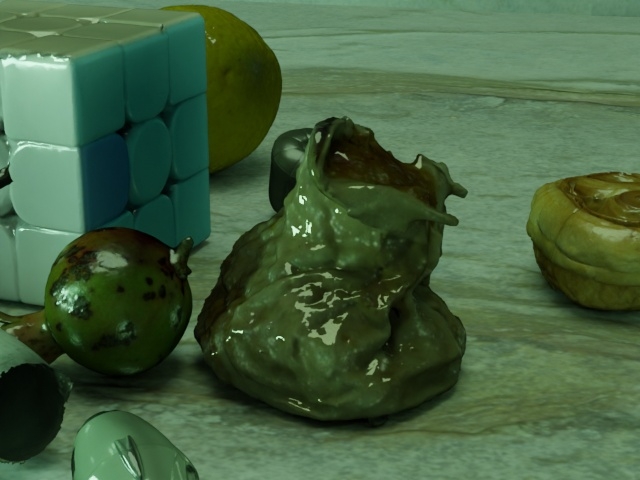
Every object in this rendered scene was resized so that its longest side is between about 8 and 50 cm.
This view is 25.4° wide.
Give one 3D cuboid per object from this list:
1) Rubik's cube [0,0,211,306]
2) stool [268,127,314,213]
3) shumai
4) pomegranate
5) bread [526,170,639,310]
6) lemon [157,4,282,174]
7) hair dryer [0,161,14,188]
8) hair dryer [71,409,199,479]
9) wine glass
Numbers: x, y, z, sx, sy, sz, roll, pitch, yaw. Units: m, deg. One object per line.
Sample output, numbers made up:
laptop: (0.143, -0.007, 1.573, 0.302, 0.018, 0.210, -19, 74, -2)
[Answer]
Rubik's cube: (-0.319, -0.109, 1.641, 0.291, 0.290, 0.292, 8, 20, 21)
stool: (-0.021, -0.082, 1.817, 0.096, 0.110, 0.096, 7, 48, -7)
shumai: (0.000, 0.000, 1.378, 0.267, 0.262, 0.314, -10, 20, -29)
pomegranate: (-0.227, 0.061, 1.375, 0.220, 0.156, 0.156, -3, 19, 3)
bread: (0.335, -0.002, 1.587, 0.198, 0.120, 0.236, -1, 19, -8)
lemon: (-0.184, -0.211, 2.010, 0.267, 0.267, 0.267, 0, 19, 0)
hair dryer: (-0.446, 0.031, 1.367, 0.359, 0.120, 0.304, -35, 17, -11)
hair dryer: (-0.179, 0.238, 1.011, 0.267, 0.092, 0.229, -31, 40, -32)
wine glass: (-0.311, 0.123, 1.242, 0.111, 0.111, 0.204, -18, 23, -42)
